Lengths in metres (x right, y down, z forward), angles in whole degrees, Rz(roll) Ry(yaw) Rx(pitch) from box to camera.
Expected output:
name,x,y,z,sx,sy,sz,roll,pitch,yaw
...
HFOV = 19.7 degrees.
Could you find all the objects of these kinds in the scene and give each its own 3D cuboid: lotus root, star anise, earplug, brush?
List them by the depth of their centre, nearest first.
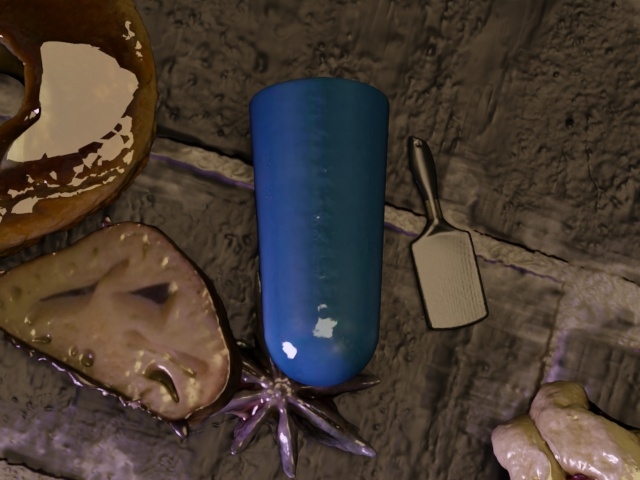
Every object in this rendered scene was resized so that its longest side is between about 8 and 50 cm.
name,x,y,z,sx,sy,sz,roll,pitch,yaw
earplug,0.000,0.000,1.686,0.132,0.132,0.273,2,70,-6
lotus root,-0.183,0.067,1.693,0.261,0.074,0.170,34,91,14
star anise,-0.034,0.127,1.738,0.205,0.061,0.180,14,88,-2
brush,0.114,-0.009,1.790,0.063,0.016,0.193,-11,86,-8

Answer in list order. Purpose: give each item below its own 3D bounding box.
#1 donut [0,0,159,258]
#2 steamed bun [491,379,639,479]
name,x,y,z,sx,sy,sz,roll,pitch,yaw
donut,-0.310,-0.125,1.696,0.330,0.160,0.330,0,76,1
steamed bun,0.240,0.210,1.724,0.172,0.141,0.155,-47,72,14
